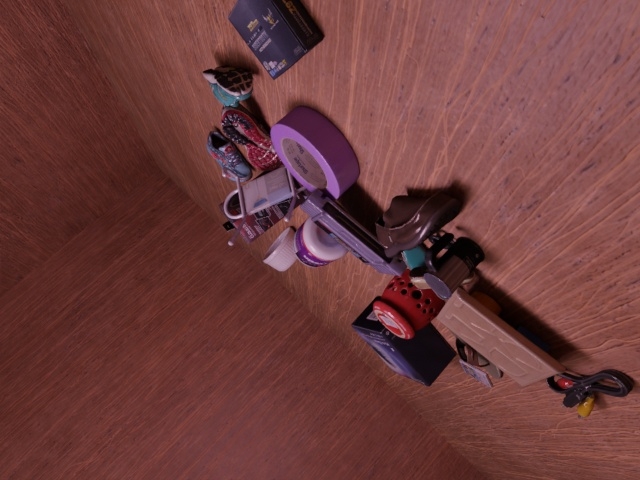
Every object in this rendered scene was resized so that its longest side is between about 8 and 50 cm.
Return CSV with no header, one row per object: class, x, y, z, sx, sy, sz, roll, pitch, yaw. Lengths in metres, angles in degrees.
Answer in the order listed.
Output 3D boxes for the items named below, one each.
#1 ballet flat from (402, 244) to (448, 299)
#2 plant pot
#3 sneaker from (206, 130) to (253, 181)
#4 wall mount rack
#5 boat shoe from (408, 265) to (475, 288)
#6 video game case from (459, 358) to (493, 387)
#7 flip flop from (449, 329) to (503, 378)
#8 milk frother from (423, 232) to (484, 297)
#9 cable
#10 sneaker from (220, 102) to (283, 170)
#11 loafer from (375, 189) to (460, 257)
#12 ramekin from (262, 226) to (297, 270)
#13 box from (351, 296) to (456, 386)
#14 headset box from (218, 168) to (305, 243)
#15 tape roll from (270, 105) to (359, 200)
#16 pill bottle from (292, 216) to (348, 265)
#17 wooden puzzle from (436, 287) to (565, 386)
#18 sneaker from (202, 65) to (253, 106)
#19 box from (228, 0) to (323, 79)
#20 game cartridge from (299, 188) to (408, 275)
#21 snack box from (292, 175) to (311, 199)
ballet flat,0.311,0.084,1.417,0.213,0.072,0.068,49,-166,-2
plant pot,0.286,0.220,1.612,0.191,0.174,0.191,40,164,14
sneaker,-0.388,-0.352,2.031,0.262,0.104,0.125,44,162,7
wall mount rack,-0.192,-0.139,1.565,0.130,0.350,0.304,34,-142,-58
boat shoe,0.340,0.107,1.333,0.190,0.068,0.072,-2,129,44
video game case,0.584,0.499,1.821,0.122,0.011,0.087,24,153,52
flip flop,0.484,0.355,1.598,0.277,0.080,0.112,46,164,1
milk frother,0.308,0.055,1.224,0.129,0.134,0.143,47,164,-2
cable,0.679,0.362,1.236,0.139,0.072,0.287,57,157,27
sneaker,-0.217,-0.351,1.632,0.299,0.120,0.112,49,-158,-46
loafer,0.212,-0.050,1.208,0.130,0.133,0.366,54,161,4
ramekin,-0.167,0.049,2.274,0.109,0.207,0.207,40,165,-12
box,0.320,0.391,1.918,0.294,0.183,0.296,47,164,-10
headset box,-0.231,-0.128,1.782,0.110,0.293,0.218,56,172,-32
tape roll,-0.018,-0.246,1.395,0.275,0.090,0.275,42,162,16
pill bottle,0.000,0.000,1.769,0.181,0.181,0.323,46,164,-1
wooden puzzle,0.497,0.265,1.367,0.322,0.080,0.348,39,167,18
sneaker,-0.265,-0.456,1.459,0.275,0.107,0.110,41,150,53
box,-0.109,-0.484,1.103,0.183,0.059,0.232,53,162,-17
game cartridge,0.092,-0.016,1.504,0.355,0.068,0.230,39,169,-5
snack box,-0.059,-0.173,1.785,0.064,0.022,0.178,22,151,55
